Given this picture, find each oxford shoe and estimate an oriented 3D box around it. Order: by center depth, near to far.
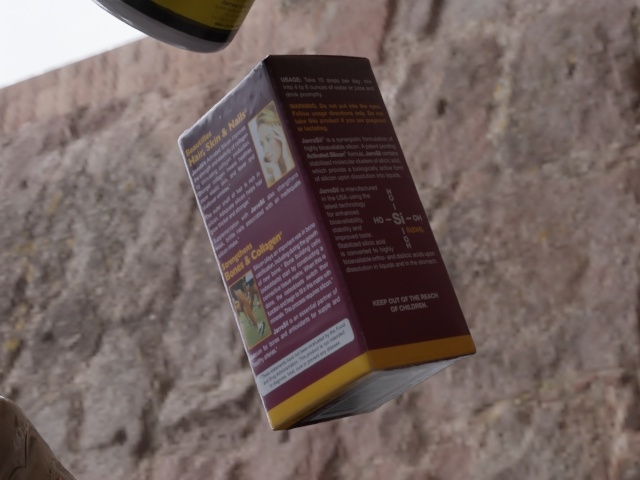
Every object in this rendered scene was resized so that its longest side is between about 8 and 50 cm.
[{"bbox_3d":[-0.264,0.257,1.336,0.348,0.130,0.123,78,-156,-52],"label":"oxford shoe"}]

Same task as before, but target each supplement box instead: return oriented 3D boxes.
[{"bbox_3d":[0.000,0.000,0.775,0.080,0.104,0.188,-5,-111,-39],"label":"supplement box"}]

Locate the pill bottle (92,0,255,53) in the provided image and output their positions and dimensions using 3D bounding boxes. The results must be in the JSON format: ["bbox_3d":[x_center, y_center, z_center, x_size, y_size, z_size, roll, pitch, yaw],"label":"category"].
[{"bbox_3d":[-0.053,-0.200,0.720,0.103,0.184,0.103,28,-161,-10],"label":"pill bottle"}]
